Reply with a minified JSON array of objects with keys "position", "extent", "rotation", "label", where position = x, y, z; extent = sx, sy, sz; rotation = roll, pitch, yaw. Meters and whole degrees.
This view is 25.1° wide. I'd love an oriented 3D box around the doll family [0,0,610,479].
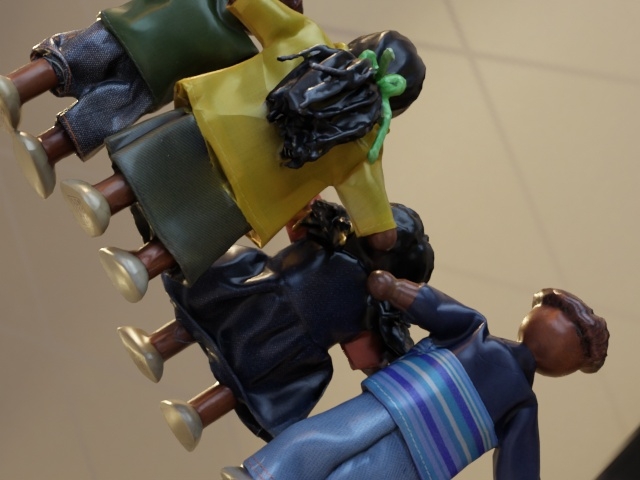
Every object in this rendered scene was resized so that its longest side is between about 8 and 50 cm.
[{"position":[0.000,0.000,0.390],"extent":[0.111,0.193,0.076],"rotation":[-32,16,-19],"label":"doll family"}]
